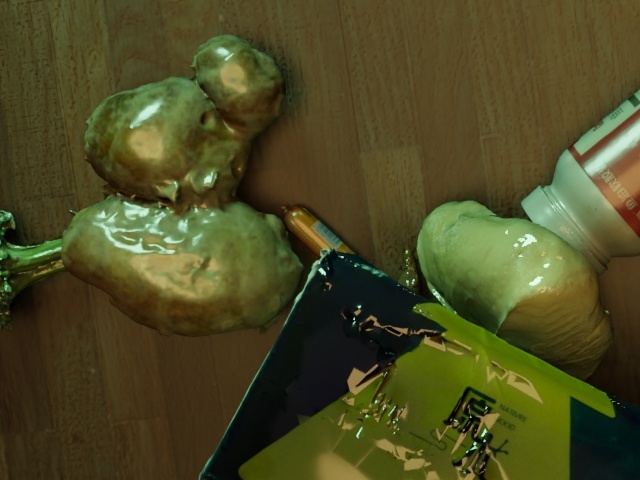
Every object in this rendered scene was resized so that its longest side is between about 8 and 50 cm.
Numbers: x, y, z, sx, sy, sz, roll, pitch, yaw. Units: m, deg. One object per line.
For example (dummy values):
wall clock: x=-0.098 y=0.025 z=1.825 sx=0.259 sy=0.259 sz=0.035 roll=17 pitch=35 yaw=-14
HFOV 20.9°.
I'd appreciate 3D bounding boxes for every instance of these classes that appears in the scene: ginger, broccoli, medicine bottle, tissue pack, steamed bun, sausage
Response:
ginger: x=-0.138 y=-0.056 z=1.756 sx=0.244 sy=0.155 sz=0.304 roll=1 pitch=95 yaw=3
broccoli: x=-0.291 y=0.020 z=1.828 sx=0.204 sy=0.122 sz=0.118 roll=-15 pitch=108 yaw=-4
medicine bottle: x=0.326 y=-0.076 z=1.698 sx=0.250 sy=0.131 sz=0.131 roll=-39 pitch=89 yaw=10
tissue pack: x=0.130 y=0.219 z=1.580 sx=0.416 sy=0.253 sz=0.264 roll=29 pitch=85 yaw=14
steamed bun: x=0.185 y=0.052 z=1.686 sx=0.231 sy=0.212 sz=0.110 roll=38 pitch=78 yaw=6
sausage: x=0.000 y=0.000 z=1.805 sx=0.107 sy=0.031 sz=0.031 roll=43 pitch=100 yaw=4

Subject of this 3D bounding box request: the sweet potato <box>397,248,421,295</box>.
sweet potato: x=0.091 y=0.122 z=1.787 sx=0.068 sy=0.068 sz=0.226 roll=-2 pitch=94 yaw=9
